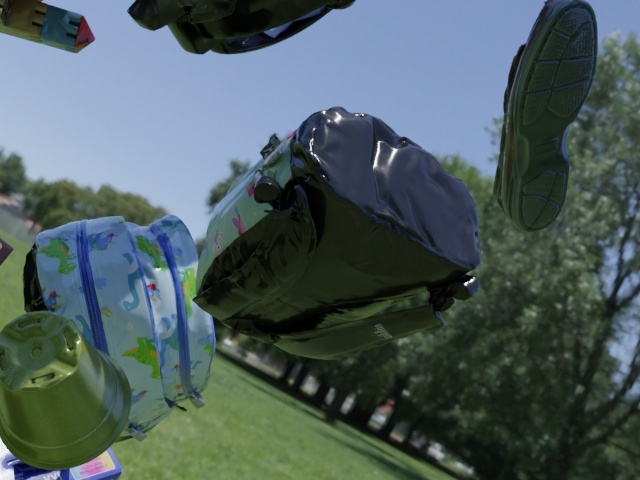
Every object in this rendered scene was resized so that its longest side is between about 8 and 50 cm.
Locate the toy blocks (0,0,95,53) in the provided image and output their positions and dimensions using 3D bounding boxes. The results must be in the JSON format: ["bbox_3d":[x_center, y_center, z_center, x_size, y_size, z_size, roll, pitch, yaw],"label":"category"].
[{"bbox_3d":[-0.409,-0.432,1.351,0.261,0.381,0.191,14,-5,-10],"label":"toy blocks"}]

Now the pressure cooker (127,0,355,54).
[{"bbox_3d":[-0.091,-0.447,1.208,0.370,0.375,0.420,-13,-49,24],"label":"pressure cooker"}]

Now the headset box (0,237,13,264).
[{"bbox_3d":[-0.596,0.062,1.321,0.218,0.293,0.110,43,-35,-18],"label":"headset box"}]

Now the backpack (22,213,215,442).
[{"bbox_3d":[-0.242,0.094,1.192,0.273,0.290,0.355,-10,-13,6],"label":"backpack"}]

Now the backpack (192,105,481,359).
[{"bbox_3d":[0.000,0.000,0.641,0.152,0.115,0.182,34,-40,-19],"label":"backpack"}]

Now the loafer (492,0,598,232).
[{"bbox_3d":[0.231,-0.140,1.083,0.096,0.267,0.084,-10,31,-24],"label":"loafer"}]

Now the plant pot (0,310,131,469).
[{"bbox_3d":[-0.159,0.082,0.579,0.083,0.083,0.079,27,-28,16],"label":"plant pot"}]

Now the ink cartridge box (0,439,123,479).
[{"bbox_3d":[-0.519,0.438,1.656,0.270,0.395,0.151,-7,50,-49],"label":"ink cartridge box"}]
